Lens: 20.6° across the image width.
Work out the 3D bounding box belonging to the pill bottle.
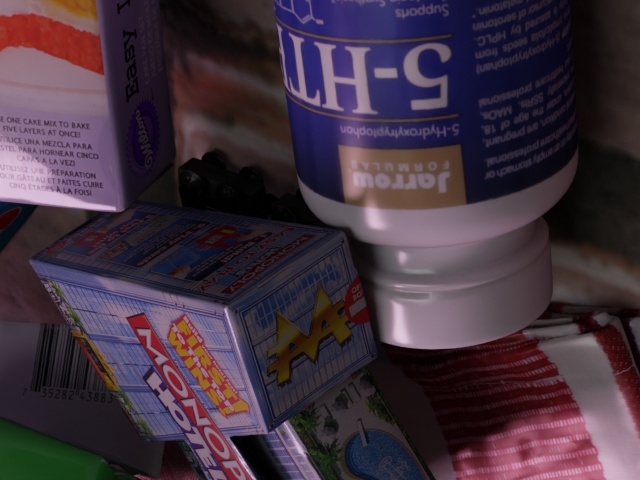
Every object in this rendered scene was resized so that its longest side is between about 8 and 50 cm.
[{"bbox_3d":[0.042,-0.059,0.677,0.112,0.112,0.187,10,120,34],"label":"pill bottle"}]

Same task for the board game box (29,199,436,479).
[{"bbox_3d":[-0.025,0.064,0.735,0.194,0.060,0.194,58,157,-6],"label":"board game box"}]

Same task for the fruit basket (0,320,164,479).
[{"bbox_3d":[-0.254,0.193,0.872,0.353,0.327,0.165,0,159,24],"label":"fruit basket"}]

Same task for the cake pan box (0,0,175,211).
[{"bbox_3d":[-0.201,-0.143,0.751,0.266,0.070,0.246,8,118,17],"label":"cake pan box"}]

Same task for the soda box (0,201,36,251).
[{"bbox_3d":[-0.206,-0.012,0.924,0.067,0.071,0.210,51,134,4],"label":"soda box"}]

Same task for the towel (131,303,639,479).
[{"bbox_3d":[0.040,0.150,0.850,0.329,0.037,0.237,-8,110,40],"label":"towel"}]

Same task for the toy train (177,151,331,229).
[{"bbox_3d":[0.000,0.000,0.801,0.158,0.027,0.036,22,129,28],"label":"toy train"}]
